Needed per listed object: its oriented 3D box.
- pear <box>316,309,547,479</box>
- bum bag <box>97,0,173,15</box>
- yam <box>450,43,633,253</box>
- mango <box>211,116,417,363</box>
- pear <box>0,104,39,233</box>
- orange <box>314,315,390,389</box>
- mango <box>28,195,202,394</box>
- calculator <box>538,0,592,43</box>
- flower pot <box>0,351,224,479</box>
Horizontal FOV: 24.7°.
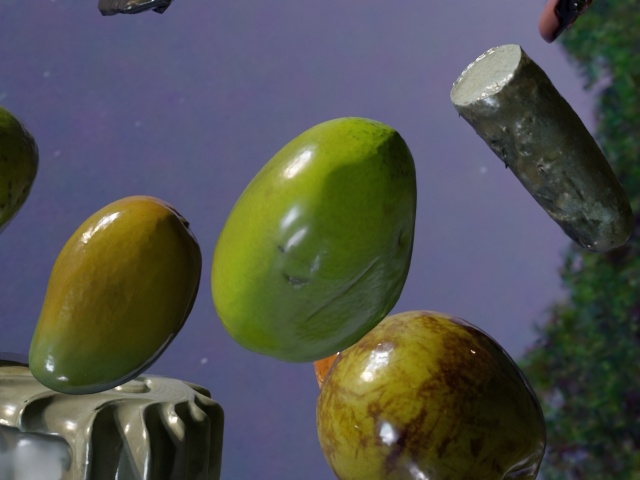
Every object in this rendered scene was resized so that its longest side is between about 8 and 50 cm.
[{"bbox_3d":[0.137,0.220,1.759,0.283,0.283,0.283,29,-134,-35],"label":"pear"},{"bbox_3d":[-0.120,-0.243,1.206,0.049,0.087,0.198,53,-136,-31],"label":"bum bag"},{"bbox_3d":[0.318,-0.120,2.035,0.330,0.133,0.133,52,-144,-4],"label":"yam"},{"bbox_3d":[-0.006,0.002,0.816,0.117,0.163,0.089,-19,-128,-18],"label":"mango"},{"bbox_3d":[-0.497,-0.056,1.805,0.318,0.342,0.238,-28,-95,-17],"label":"pear"},{"bbox_3d":[0.070,0.187,2.024,0.177,0.155,0.177,62,-177,-6],"label":"orange"},{"bbox_3d":[-0.183,0.052,1.291,0.130,0.195,0.092,42,174,-7],"label":"mango"},{"bbox_3d":[0.277,-0.305,1.252,0.048,0.330,0.220,31,-129,-1],"label":"calculator"},{"bbox_3d":[-0.306,0.224,1.669,0.254,0.367,0.165,-25,-56,-68],"label":"flower pot"}]
